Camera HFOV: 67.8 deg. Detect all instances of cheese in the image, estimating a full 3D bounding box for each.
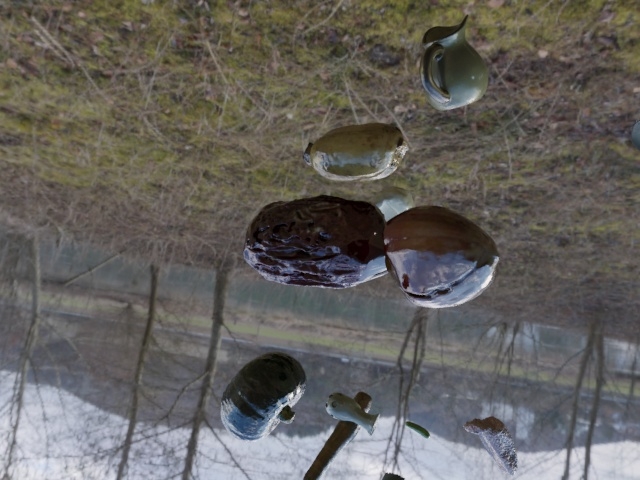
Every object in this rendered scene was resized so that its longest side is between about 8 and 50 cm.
[{"bbox_3d":[0.222,-0.100,1.744,0.159,0.093,0.263,36,134,-29],"label":"cheese"}]

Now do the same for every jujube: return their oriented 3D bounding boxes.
[{"bbox_3d":[0.000,0.000,1.194,0.376,0.259,0.258,9,168,9],"label":"jujube"}]

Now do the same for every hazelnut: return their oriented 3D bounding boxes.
[{"bbox_3d":[0.218,0.035,0.881,0.212,0.181,0.181,49,-177,-35],"label":"hazelnut"}]

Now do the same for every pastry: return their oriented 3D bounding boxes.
[{"bbox_3d":[0.624,0.712,1.691,0.265,0.112,0.103,50,166,-18],"label":"pastry"}]

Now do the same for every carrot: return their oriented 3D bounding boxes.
[{"bbox_3d":[0.051,0.614,1.450,0.070,0.342,0.070,34,160,14],"label":"carrot"}]

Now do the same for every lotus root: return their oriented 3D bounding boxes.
[{"bbox_3d":[0.081,-0.220,1.214,0.284,0.146,0.160,4,161,30],"label":"lotus root"}]

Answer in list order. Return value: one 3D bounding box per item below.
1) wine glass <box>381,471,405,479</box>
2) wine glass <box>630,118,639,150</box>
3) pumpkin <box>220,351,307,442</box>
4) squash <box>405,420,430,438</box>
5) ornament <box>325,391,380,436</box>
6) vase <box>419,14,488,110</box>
[{"bbox_3d":[0.047,0.620,0.985,0.264,0.310,0.096,18,147,11],"label":"wine glass"},{"bbox_3d":[0.822,-0.256,1.081,0.195,0.079,0.079,-10,169,-5],"label":"wine glass"},{"bbox_3d":[-0.120,0.343,1.042,0.152,0.211,0.211,50,-174,24],"label":"pumpkin"},{"bbox_3d":[0.308,0.597,1.505,0.089,0.027,0.027,34,166,-3],"label":"squash"},{"bbox_3d":[0.090,0.496,1.380,0.156,0.075,0.081,21,-159,19],"label":"ornament"},{"bbox_3d":[0.466,-0.641,1.767,0.240,0.303,0.329,1,-152,45],"label":"vase"}]
